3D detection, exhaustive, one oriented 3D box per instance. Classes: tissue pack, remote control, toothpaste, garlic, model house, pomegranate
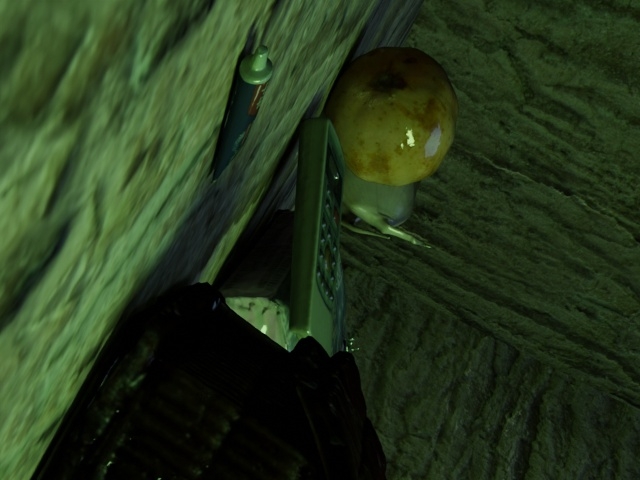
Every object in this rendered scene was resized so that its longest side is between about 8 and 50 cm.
[{"bbox_3d":[-0.043,0.124,1.144,0.361,0.122,0.259,-58,144,-67],"label":"tissue pack"},{"bbox_3d":[0.000,0.000,1.013,0.123,0.038,0.285,63,27,-59],"label":"remote control"},{"bbox_3d":[-0.053,-0.084,0.572,0.037,0.021,0.140,-57,179,-32],"label":"toothpaste"},{"bbox_3d":[0.092,-0.095,1.745,0.231,0.246,0.340,-48,-160,37],"label":"garlic"},{"bbox_3d":[-0.056,0.218,0.651,0.297,0.283,0.317,-64,178,2],"label":"model house"},{"bbox_3d":[0.107,-0.178,1.233,0.207,0.207,0.207,-63,179,-2],"label":"pomegranate"}]
